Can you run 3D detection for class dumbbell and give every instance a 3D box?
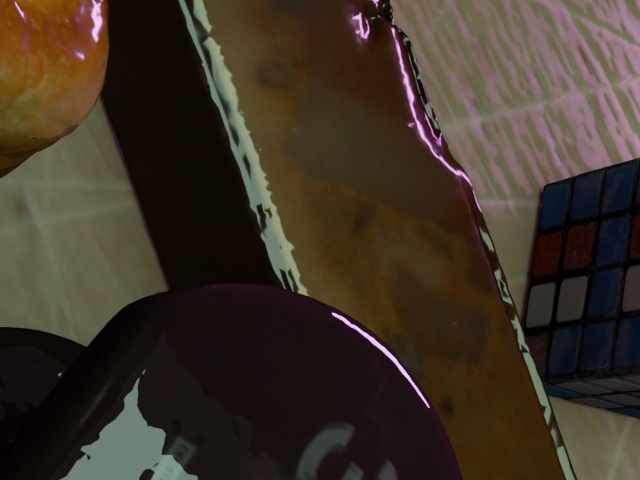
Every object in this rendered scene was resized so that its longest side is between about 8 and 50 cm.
[{"bbox_3d":[-0.067,0.088,0.535,0.124,0.225,0.140,46,66,-17],"label":"dumbbell"}]

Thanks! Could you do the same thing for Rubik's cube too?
[{"bbox_3d":[0.148,0.024,0.737,0.092,0.092,0.092,17,75,-26],"label":"Rubik's cube"}]

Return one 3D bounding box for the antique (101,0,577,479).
[{"bbox_3d":[0.000,0.000,0.663,0.093,0.087,0.310,-22,94,-31],"label":"antique"}]

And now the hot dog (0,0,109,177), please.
[{"bbox_3d":[-0.179,-0.130,0.557,0.153,0.150,0.256,-21,94,-39],"label":"hot dog"}]
